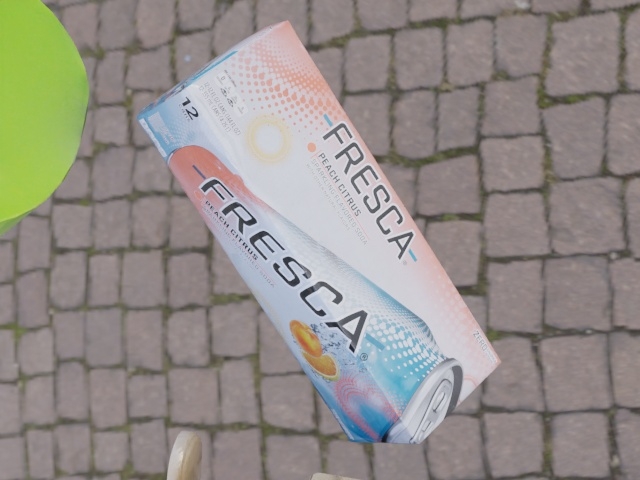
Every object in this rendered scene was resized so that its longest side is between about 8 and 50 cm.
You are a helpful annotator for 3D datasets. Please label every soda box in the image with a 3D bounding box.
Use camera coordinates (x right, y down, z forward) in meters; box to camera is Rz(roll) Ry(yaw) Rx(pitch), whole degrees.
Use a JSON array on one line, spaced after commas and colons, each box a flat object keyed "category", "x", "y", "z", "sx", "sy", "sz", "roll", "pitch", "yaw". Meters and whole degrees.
[{"category": "soda box", "x": 0.000, "y": 0.000, "z": 0.519, "sx": 0.183, "sy": 0.063, "sz": 0.058, "roll": 57, "pitch": 151, "yaw": -10}]

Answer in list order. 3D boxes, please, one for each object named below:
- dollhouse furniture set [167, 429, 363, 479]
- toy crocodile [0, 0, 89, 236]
[{"category": "dollhouse furniture set", "x": 0.010, "y": 0.266, "z": 0.941, "sx": 0.362, "sy": 0.394, "sz": 0.257, "roll": 9, "pitch": 109, "yaw": 10}, {"category": "toy crocodile", "x": -0.196, "y": -0.113, "z": 0.277, "sx": 0.115, "sy": 0.340, "sz": 0.105, "roll": -18, "pitch": 46, "yaw": 34}]
